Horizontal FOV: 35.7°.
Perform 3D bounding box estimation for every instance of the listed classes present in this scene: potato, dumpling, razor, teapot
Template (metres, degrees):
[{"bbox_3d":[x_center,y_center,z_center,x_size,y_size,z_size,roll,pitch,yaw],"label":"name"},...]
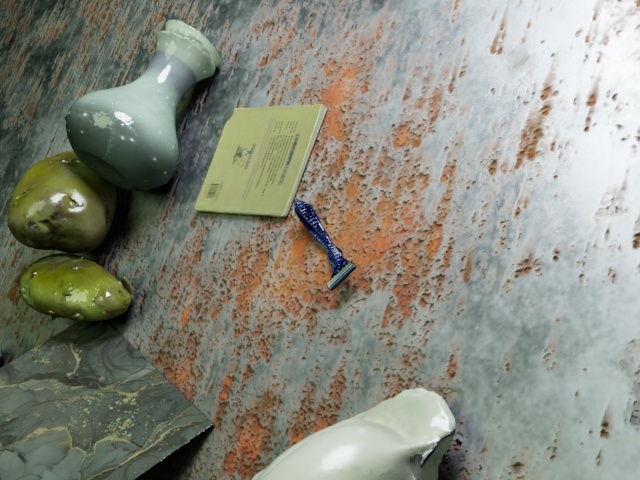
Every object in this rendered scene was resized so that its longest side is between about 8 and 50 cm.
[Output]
[{"bbox_3d":[-0.399,-0.058,1.552,0.137,0.154,0.200,-60,18,23],"label":"potato"},{"bbox_3d":[-0.367,0.073,1.485,0.225,0.090,0.117,10,35,42],"label":"potato"},{"bbox_3d":[0.010,0.262,1.000,0.227,0.243,0.175,15,117,65],"label":"dumpling"},{"bbox_3d":[0.003,0.002,1.228,0.044,0.028,0.154,-46,44,14],"label":"razor"},{"bbox_3d":[-0.259,-0.206,1.510,0.183,0.183,0.251,14,65,47],"label":"teapot"}]

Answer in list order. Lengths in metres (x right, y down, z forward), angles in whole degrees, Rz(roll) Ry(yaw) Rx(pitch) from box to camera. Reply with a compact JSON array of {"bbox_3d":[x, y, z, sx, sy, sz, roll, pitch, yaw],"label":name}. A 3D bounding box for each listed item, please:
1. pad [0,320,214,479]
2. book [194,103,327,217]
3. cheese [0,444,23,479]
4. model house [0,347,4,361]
[{"bbox_3d":[-0.332,0.228,1.329,0.247,0.007,0.367,-32,36,-22],"label":"pad"},{"bbox_3d":[-0.088,-0.113,1.394,0.192,0.013,0.168,6,71,45],"label":"book"},{"bbox_3d":[-0.425,0.331,1.366,0.202,0.091,0.175,-11,85,28],"label":"cheese"},{"bbox_3d":[-0.593,0.338,1.516,0.267,0.194,0.325,-39,59,16],"label":"model house"}]
